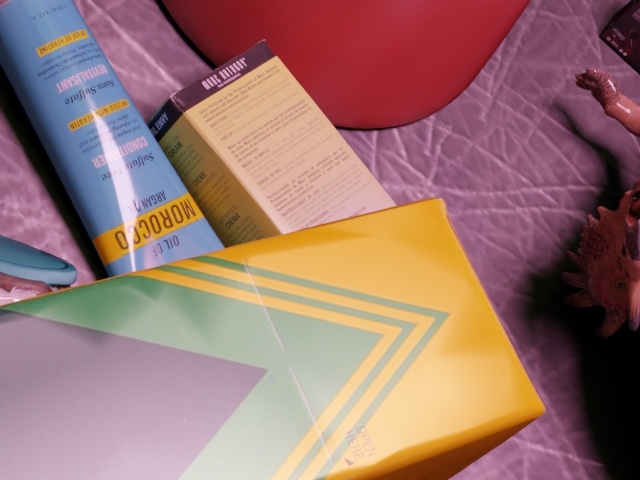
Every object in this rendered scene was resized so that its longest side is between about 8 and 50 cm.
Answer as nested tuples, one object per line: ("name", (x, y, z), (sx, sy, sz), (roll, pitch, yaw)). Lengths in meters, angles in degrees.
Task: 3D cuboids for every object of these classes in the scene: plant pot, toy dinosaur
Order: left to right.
("plant pot", (0.053, -0.243, 1.183), (0.275, 0.243, 0.275), (14, 57, -23))
("toy dinosaur", (0.257, 0.003, 1.255), (0.295, 0.127, 0.200), (27, 62, -35))

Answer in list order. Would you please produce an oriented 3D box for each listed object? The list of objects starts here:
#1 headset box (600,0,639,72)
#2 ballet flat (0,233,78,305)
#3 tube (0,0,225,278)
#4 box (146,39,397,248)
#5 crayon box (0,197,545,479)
("headset box", (0.245, -0.151, 1.349), (0.062, 0.083, 0.032), (42, 50, -5))
("ballet flat", (-0.308, 0.005, 0.890), (0.409, 0.147, 0.147), (23, 54, -3))
("tube", (-0.119, -0.045, 1.099), (0.080, 0.052, 0.207), (-28, 86, -27))
("box", (0.000, 0.000, 1.134), (0.232, 0.058, 0.087), (50, 51, 3))
("crayon box", (-0.138, 0.133, 0.780), (0.313, 0.363, 0.106), (-13, 72, -35))
